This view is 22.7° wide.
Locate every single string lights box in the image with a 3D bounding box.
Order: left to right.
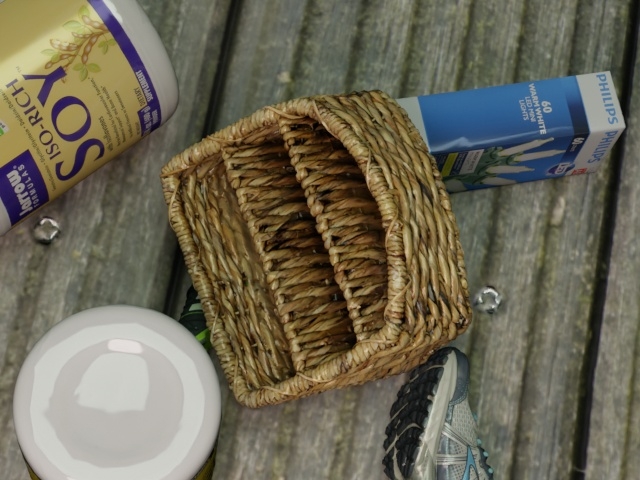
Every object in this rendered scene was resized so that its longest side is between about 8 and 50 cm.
[{"bbox_3d":[0.200,-0.118,1.822,0.259,0.133,0.077,-8,70,-9],"label":"string lights box"}]

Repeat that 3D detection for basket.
[{"bbox_3d":[0.000,0.000,1.681,0.223,0.213,0.299,-8,71,-34],"label":"basket"}]

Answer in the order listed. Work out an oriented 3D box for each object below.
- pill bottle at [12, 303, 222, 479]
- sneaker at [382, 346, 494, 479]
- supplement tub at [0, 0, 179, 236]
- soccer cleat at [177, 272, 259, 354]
[{"bbox_3d":[-0.194,0.196,1.559,0.187,0.334,0.188,2,70,-5],"label":"pill bottle"},{"bbox_3d":[0.136,0.256,1.711,0.122,0.110,0.283,16,71,-19],"label":"sneaker"},{"bbox_3d":[-0.346,-0.148,1.720,0.331,0.241,0.241,-37,78,-17],"label":"supplement tub"},{"bbox_3d":[-0.126,0.074,1.763,0.072,0.060,0.179,36,64,17],"label":"soccer cleat"}]
